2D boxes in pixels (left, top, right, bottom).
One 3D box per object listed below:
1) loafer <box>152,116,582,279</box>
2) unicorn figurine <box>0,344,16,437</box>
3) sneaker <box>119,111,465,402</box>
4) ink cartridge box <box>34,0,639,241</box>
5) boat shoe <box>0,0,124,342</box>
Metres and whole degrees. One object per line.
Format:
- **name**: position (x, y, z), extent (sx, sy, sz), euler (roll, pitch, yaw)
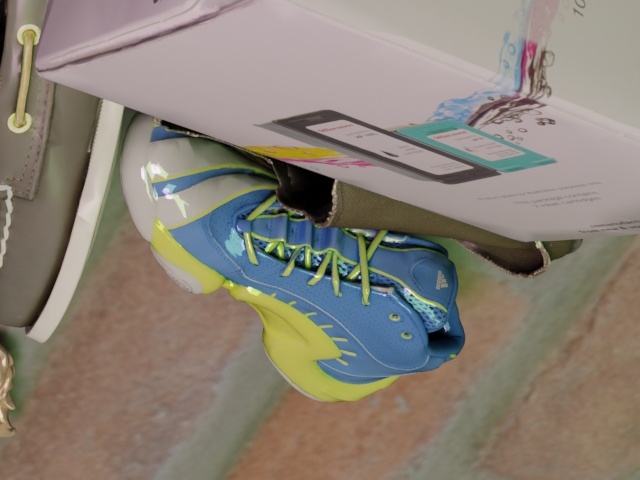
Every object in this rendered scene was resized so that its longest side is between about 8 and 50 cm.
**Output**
- **loafer**: position (0.018, -0.038, 0.901), extent (0.251, 0.087, 0.094), euler (28, 160, -17)
- **unicorn figurine**: position (-0.250, 0.073, 1.022), extent (0.161, 0.060, 0.111), euler (-3, 129, -27)
- **sneaker**: position (0.000, 0.000, 0.962), extent (0.126, 0.091, 0.240), euler (-10, 143, 29)
- **ink cartridge box**: position (0.057, -0.132, 0.751), extent (0.270, 0.198, 0.197), euler (18, 167, -31)
- **boat shoe**: position (-0.137, -0.088, 0.882), extent (0.091, 0.109, 0.305), euler (9, 119, -15)
